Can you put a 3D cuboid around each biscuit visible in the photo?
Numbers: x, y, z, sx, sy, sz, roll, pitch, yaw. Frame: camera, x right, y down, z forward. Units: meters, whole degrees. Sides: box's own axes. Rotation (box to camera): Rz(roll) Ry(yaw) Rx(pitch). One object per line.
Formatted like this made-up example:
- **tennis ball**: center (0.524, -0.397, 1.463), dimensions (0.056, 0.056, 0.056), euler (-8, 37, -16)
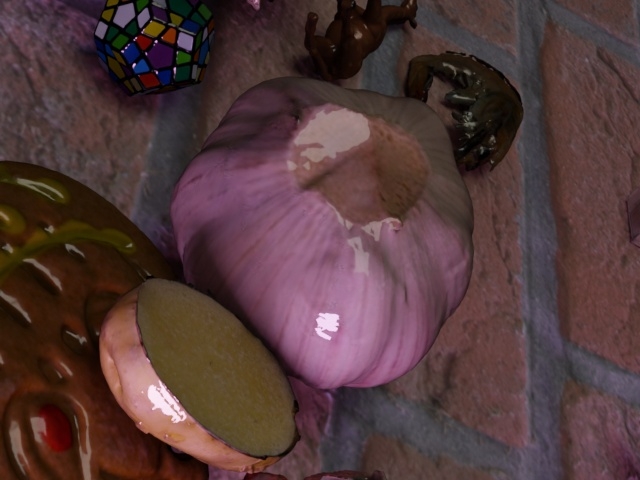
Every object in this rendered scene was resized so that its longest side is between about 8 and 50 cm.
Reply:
- **biscuit**: center (-0.220, 0.100, 1.121), dimensions (0.350, 0.070, 0.394), euler (42, 33, -17)

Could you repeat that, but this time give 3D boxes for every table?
- **table**: center (0.461, -0.037, 1.829), dimensions (0.062, 0.079, 0.083), euler (24, 43, -20)

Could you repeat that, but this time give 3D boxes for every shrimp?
- **shrimp**: center (0.178, -0.174, 1.738), dimensions (0.173, 0.058, 0.253), euler (37, 37, 4)

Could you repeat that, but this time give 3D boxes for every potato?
- **potato**: center (-0.108, 0.121, 1.130), dimensions (0.200, 0.081, 0.164), euler (40, 29, -36)

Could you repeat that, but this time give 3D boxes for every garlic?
- **garlic**: center (0.000, 0.000, 1.300), dimensions (0.317, 0.259, 0.317), euler (4, 63, -8)

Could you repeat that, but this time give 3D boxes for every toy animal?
- **toy animal**: center (0.061, -0.276, 1.683), dimensions (0.066, 0.230, 0.224), euler (24, 71, 20)

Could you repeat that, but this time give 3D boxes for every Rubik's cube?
- **Rubik's cube**: center (-0.174, -0.212, 1.436), dimensions (0.111, 0.133, 0.133), euler (15, 42, 7)

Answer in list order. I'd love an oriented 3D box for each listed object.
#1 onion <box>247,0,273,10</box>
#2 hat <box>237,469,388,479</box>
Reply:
- **onion**: center (-0.048, -0.390, 1.607), dimensions (0.200, 0.200, 0.207), euler (37, 17, -8)
- **hat**: center (0.031, 0.287, 1.187), dimensions (0.286, 0.107, 0.237), euler (33, 31, -19)
